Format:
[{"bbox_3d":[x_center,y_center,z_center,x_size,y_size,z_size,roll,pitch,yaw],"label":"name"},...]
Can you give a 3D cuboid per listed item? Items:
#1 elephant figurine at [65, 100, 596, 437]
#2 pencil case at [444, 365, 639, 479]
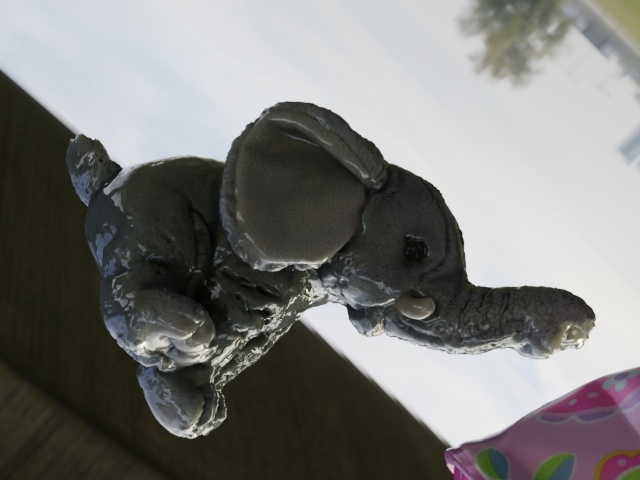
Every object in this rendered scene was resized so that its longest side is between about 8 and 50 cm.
[{"bbox_3d":[0.000,0.000,0.750,0.169,0.239,0.186,-108,-9,-63],"label":"elephant figurine"},{"bbox_3d":[0.191,0.073,0.518,0.124,0.284,0.124,60,177,5],"label":"pencil case"}]
